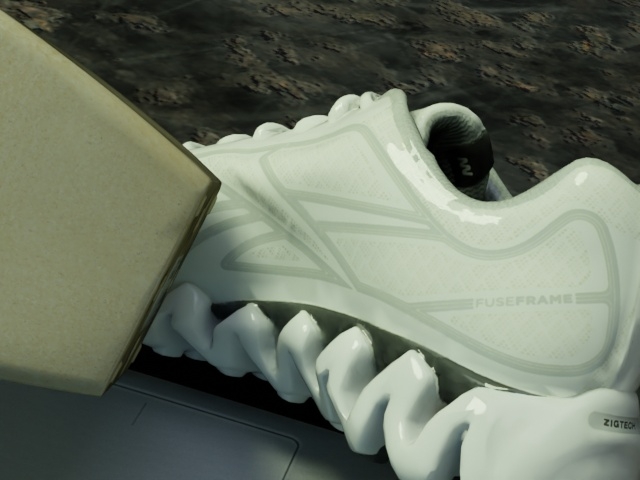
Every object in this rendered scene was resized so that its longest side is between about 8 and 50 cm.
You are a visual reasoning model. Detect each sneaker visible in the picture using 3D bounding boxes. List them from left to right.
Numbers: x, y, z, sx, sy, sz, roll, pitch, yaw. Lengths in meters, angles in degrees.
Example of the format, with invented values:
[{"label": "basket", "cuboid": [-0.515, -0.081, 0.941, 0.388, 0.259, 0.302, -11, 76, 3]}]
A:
[{"label": "sneaker", "cuboid": [0.000, 0.000, 0.558, 0.292, 0.118, 0.110, 20, 6, 39]}]

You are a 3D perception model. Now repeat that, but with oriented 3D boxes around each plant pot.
[{"label": "plant pot", "cuboid": [-0.090, -0.008, 0.491, 0.096, 0.109, 0.109, 26, 1, -1]}]

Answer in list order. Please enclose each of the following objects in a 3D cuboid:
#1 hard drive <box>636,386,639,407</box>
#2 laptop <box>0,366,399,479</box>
[{"label": "hard drive", "cuboid": [0.262, 0.062, 0.468, 0.339, 0.237, 0.064, 25, 51, 21]}, {"label": "laptop", "cuboid": [-0.107, 0.049, 0.357, 0.382, 0.236, 0.408, 17, 30, 8]}]
